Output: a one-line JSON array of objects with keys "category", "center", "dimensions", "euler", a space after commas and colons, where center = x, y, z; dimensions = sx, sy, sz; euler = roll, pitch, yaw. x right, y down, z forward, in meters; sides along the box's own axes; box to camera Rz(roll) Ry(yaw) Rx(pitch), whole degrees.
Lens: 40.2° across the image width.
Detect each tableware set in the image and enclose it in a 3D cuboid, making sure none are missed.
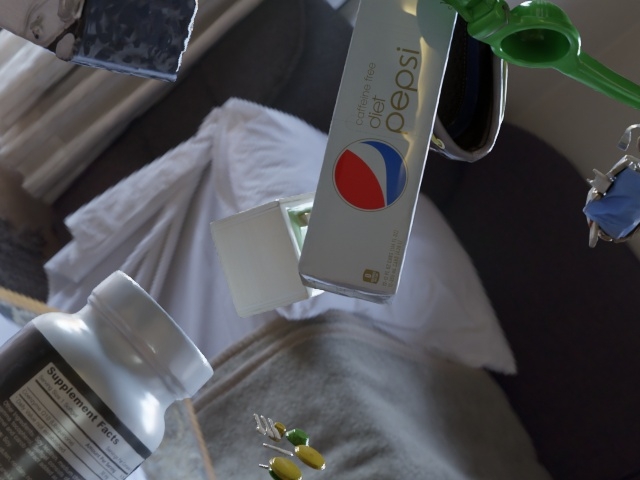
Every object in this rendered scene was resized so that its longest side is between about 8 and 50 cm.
[{"category": "tableware set", "center": [-0.036, 0.288, 1.137], "dimensions": [0.104, 0.024, 0.154], "euler": [25, 14, -28]}]

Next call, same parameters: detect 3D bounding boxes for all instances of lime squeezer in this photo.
[{"category": "lime squeezer", "center": [0.131, -0.164, 0.578], "dimensions": [0.310, 0.059, 0.110], "euler": [48, 45, -8]}]

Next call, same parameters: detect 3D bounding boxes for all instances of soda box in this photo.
[{"category": "soda box", "center": [0.041, -0.068, 0.610], "dimensions": [0.069, 0.216, 0.074], "euler": [12, -9, 4]}]

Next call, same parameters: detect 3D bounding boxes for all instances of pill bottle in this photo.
[{"category": "pill bottle", "center": [-0.240, 0.165, 0.763], "dimensions": [0.162, 0.278, 0.162], "euler": [42, -17, 16]}]

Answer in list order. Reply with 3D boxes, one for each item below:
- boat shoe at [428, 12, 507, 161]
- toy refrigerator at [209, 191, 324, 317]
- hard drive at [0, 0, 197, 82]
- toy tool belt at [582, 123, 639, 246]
[{"category": "boat shoe", "center": [0.092, -0.220, 0.696], "dimensions": [0.097, 0.117, 0.324], "euler": [-139, -144, -57]}, {"category": "toy refrigerator", "center": [0.000, 0.000, 0.961], "dimensions": [0.269, 0.094, 0.102], "euler": [-17, 89, -63]}, {"category": "hard drive", "center": [-0.105, -0.264, 0.369], "dimensions": [0.237, 0.338, 0.064], "euler": [32, 20, 37]}, {"category": "toy tool belt", "center": [0.213, -0.036, 0.609], "dimensions": [0.052, 0.083, 0.051], "euler": [31, 34, 16]}]
